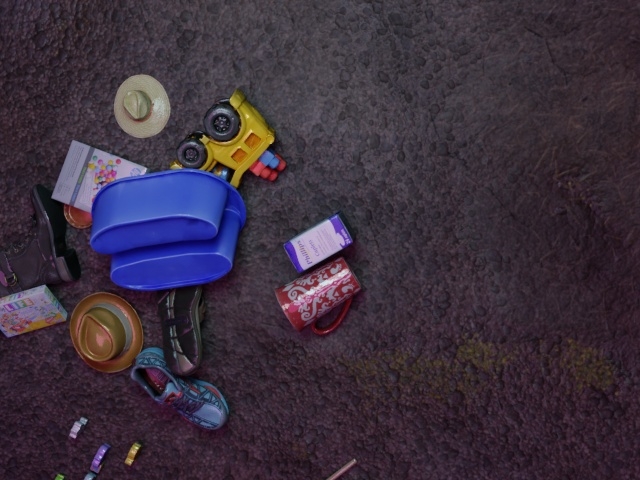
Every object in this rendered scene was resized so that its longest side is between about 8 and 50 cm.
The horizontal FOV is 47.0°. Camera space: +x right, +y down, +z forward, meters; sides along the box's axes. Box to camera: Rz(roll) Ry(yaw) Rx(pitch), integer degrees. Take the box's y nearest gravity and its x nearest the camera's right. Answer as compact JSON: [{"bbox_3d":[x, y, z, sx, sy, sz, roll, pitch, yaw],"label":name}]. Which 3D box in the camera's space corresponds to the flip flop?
[{"bbox_3d":[-0.305,0.169,1.681,0.112,0.080,0.277,-9,76,15],"label":"flip flop"}]

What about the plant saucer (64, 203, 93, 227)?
[{"bbox_3d":[-0.560,-0.070,1.729,0.083,0.013,0.083,1,94,7],"label":"plant saucer"}]

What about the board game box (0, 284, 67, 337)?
[{"bbox_3d":[-0.692,0.167,1.732,0.154,0.026,0.103,-17,130,7],"label":"board game box"}]

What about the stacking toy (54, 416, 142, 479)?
[{"bbox_3d":[-0.543,0.552,1.768,0.167,0.052,0.221,25,98,4],"label":"stacking toy"}]

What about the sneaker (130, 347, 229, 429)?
[{"bbox_3d":[-0.331,0.357,1.686,0.262,0.125,0.104,34,99,3],"label":"sneaker"}]

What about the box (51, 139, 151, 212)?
[{"bbox_3d":[-0.505,-0.131,1.696,0.186,0.038,0.145,21,91,2],"label":"box"}]

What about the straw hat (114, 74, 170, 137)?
[{"bbox_3d":[-0.415,-0.306,1.666,0.144,0.061,0.144,1,95,6],"label":"straw hat"}]

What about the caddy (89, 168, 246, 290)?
[{"bbox_3d":[-0.333,-0.033,1.599,0.341,0.179,0.241,-8,136,6],"label":"caddy"}]

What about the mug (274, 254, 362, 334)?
[{"bbox_3d":[0.005,0.121,1.649,0.169,0.150,0.113,-32,55,5],"label":"mug"}]

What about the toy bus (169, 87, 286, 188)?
[{"bbox_3d":[-0.191,-0.190,1.621,0.211,0.149,0.220,42,101,-15],"label":"toy bus"}]

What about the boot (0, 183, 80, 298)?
[{"bbox_3d":[-0.702,0.019,1.717,0.229,0.091,0.263,-15,96,7],"label":"boot"}]

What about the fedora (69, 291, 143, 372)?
[{"bbox_3d":[-0.511,0.220,1.718,0.194,0.079,0.194,1,95,7],"label":"fedora"}]

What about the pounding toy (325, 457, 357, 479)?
[{"bbox_3d":[0.071,0.599,1.676,0.206,0.094,0.181,7,96,6],"label":"pounding toy"}]

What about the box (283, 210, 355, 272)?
[{"bbox_3d":[0.000,0.000,1.611,0.137,0.126,0.072,-30,92,8],"label":"box"}]
